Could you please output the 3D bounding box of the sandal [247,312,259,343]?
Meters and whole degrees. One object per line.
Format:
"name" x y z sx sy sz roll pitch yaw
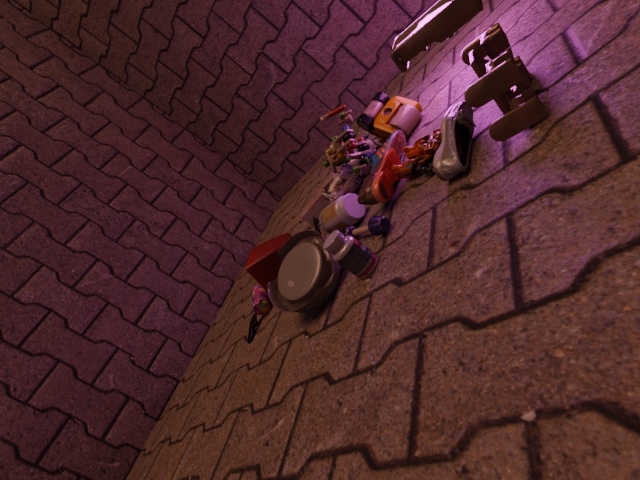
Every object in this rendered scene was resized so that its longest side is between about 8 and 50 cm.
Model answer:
"sandal" -0.355 0.468 2.143 0.067 0.040 0.179 -46 30 46

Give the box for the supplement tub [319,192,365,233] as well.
"supplement tub" 0.101 -0.122 1.858 0.200 0.144 0.144 -32 26 53

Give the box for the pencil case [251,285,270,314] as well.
"pencil case" -0.334 0.333 2.235 0.104 0.104 0.236 -53 17 1

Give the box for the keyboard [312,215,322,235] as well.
"keyboard" 0.000 0.000 1.877 0.033 0.201 0.317 -13 21 0

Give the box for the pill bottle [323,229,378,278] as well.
"pill bottle" 0.104 0.046 1.408 0.108 0.180 0.108 -48 16 19

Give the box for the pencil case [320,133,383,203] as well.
"pencil case" 0.172 -0.356 2.135 0.410 0.160 0.183 -53 1 2

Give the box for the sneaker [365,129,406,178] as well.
"sneaker" 0.300 -0.399 1.893 0.121 0.108 0.302 3 56 46

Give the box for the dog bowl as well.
"dog bowl" -0.065 0.135 1.647 0.349 0.102 0.348 -25 51 36

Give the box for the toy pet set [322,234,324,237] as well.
"toy pet set" -0.031 0.013 2.163 0.114 0.065 0.122 33 89 40

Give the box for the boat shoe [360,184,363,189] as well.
"boat shoe" 0.238 -0.238 1.888 0.060 0.064 0.178 -24 14 -9

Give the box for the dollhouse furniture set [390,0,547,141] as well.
"dollhouse furniture set" 0.437 -0.512 1.211 0.257 0.394 0.362 -30 27 36

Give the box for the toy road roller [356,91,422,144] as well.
"toy road roller" 0.377 -0.610 2.108 0.330 0.241 0.202 32 85 38

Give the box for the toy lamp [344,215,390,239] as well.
"toy lamp" 0.181 -0.045 1.578 0.080 0.080 0.275 -59 16 -20

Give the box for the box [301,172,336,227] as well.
"box" 0.026 -0.237 2.379 0.311 0.121 0.148 -48 17 18

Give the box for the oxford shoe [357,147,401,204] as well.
"oxford shoe" 0.249 -0.278 1.701 0.133 0.129 0.363 -17 28 38

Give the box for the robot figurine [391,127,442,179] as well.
"robot figurine" 0.401 -0.335 1.542 0.211 0.085 0.291 -60 16 -18

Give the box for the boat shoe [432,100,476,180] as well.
"boat shoe" 0.464 -0.342 1.334 0.103 0.118 0.320 -19 41 55

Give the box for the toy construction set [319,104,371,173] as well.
"toy construction set" 0.084 -0.468 1.963 0.238 0.308 0.257 -20 13 25

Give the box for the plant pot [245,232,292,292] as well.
"plant pot" -0.195 0.117 2.044 0.236 0.267 0.267 -38 18 9
